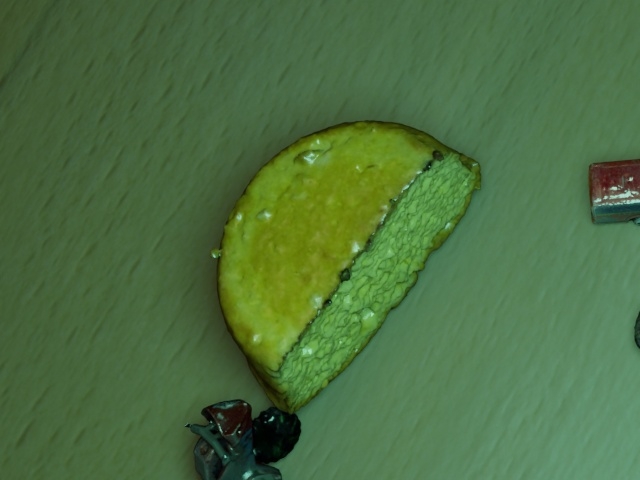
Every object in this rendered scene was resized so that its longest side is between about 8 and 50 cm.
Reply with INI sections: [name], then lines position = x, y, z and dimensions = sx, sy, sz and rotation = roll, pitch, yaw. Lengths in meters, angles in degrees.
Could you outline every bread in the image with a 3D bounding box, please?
[bread]
position = 0.000, 0.000, 1.421
dimensions = 0.179, 0.194, 0.340
rotation = 37, 90, 22

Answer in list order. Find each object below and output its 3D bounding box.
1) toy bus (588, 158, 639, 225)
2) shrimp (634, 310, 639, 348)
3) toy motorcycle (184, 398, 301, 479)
[toy bus]
position = 0.375, -0.056, 1.387
dimensions = 0.192, 0.077, 0.065
rotation = -5, 75, 17
[shrimp]
position = 0.394, 0.044, 1.358
dimensions = 0.190, 0.075, 0.073
rotation = -36, 34, -7
[toy motorcycle]
position = -0.112, 0.254, 1.420
dimensions = 0.213, 0.122, 0.082
rotation = -52, 35, -3
